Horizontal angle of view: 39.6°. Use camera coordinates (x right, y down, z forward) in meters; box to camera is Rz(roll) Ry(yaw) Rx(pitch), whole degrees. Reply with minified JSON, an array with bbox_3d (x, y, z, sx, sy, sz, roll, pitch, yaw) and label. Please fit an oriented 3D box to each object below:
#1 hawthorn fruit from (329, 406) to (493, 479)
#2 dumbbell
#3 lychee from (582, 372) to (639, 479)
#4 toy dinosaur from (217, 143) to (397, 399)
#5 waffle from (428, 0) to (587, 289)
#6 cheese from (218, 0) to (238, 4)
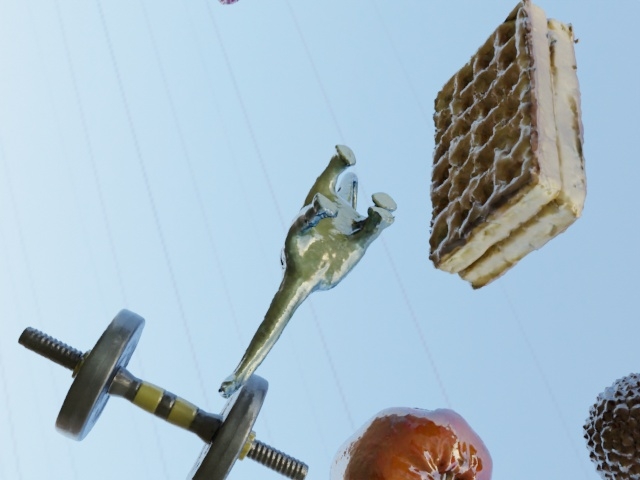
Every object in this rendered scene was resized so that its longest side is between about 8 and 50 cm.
[{"bbox_3d":[0.102,0.350,1.250,0.299,0.211,0.211,-39,-124,49],"label":"hawthorn fruit"},{"bbox_3d":[-0.160,0.170,0.917,0.143,0.325,0.143,-62,-177,6],"label":"dumbbell"},{"bbox_3d":[0.424,0.245,1.113,0.188,0.188,0.188,-10,-104,46],"label":"lychee"},{"bbox_3d":[0.004,-0.005,0.810,0.147,0.076,0.363,-53,-176,35],"label":"toy dinosaur"},{"bbox_3d":[0.221,-0.115,1.082,0.213,0.091,0.308,-47,-153,48],"label":"waffle"},{"bbox_3d":[-0.017,-0.251,0.628,0.062,0.244,0.155,33,-41,3],"label":"cheese"}]
